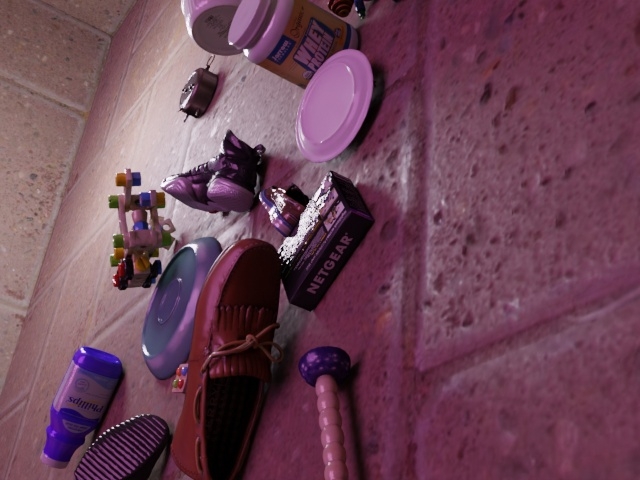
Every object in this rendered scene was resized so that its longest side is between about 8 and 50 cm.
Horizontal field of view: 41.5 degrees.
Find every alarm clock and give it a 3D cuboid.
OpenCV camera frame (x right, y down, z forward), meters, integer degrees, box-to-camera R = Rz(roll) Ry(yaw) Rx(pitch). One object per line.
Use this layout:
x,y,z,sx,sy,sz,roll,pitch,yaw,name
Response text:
-0.322,-0.412,2.249,0.129,0.064,0.192,-6,60,62,alarm clock

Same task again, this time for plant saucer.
-0.301,0.133,1.768,0.317,0.044,0.317,-43,34,39,plant saucer

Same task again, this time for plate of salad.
0.027,-0.223,1.416,0.200,0.048,0.199,-26,55,45,plate of salad

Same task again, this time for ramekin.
-0.226,-0.535,2.009,0.207,0.207,0.109,-41,45,43,ramekin

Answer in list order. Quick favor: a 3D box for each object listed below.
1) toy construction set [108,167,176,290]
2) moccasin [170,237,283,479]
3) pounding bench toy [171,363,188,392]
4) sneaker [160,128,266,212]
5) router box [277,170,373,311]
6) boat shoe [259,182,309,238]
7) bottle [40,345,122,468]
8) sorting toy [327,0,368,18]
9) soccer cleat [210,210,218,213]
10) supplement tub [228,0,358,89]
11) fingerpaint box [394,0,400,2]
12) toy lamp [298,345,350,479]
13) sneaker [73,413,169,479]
-0.401,-0.010,1.868,0.327,0.151,0.214,109,153,-75,toy construction set
-0.132,0.185,1.274,0.147,0.139,0.379,16,87,56,moccasin
-0.232,0.252,1.505,0.083,0.065,0.052,-17,54,58,pounding bench toy
-0.213,-0.143,1.735,0.269,0.101,0.153,7,68,44,sneaker
0.000,0.000,1.292,0.178,0.046,0.133,-56,28,21,router box
-0.052,-0.059,1.435,0.066,0.066,0.183,-45,27,7,boat shoe
-0.567,0.393,1.973,0.282,0.118,0.092,-65,26,2,bottle
0.065,-0.427,1.515,0.102,0.061,0.042,-22,63,18,sorting toy
-0.212,-0.089,1.800,0.083,0.029,0.035,-46,24,30,soccer cleat
-0.049,-0.361,1.511,0.144,0.200,0.144,-44,34,40,supplement tub
0.075,-0.673,1.339,0.163,0.371,0.444,-5,65,62,fingerpaint box
0.015,0.255,1.016,0.080,0.080,0.274,-50,28,30,toy lamp
-0.392,0.474,1.576,0.122,0.146,0.330,30,71,38,sneaker
